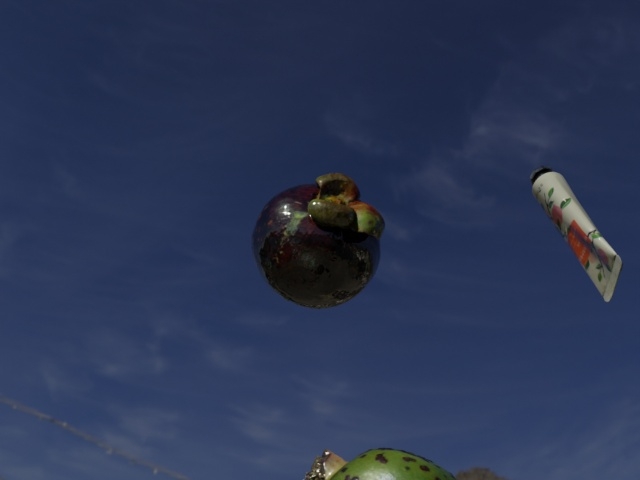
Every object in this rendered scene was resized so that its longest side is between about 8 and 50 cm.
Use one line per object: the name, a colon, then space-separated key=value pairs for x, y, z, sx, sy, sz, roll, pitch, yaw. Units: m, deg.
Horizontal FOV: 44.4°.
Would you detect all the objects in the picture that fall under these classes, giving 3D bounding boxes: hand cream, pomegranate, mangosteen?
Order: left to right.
mangosteen: x=0.000 y=0.000 z=1.613 sx=0.288 sy=0.288 sz=0.288 roll=6 pitch=-38 yaw=4
pomegranate: x=0.079 y=0.394 z=1.063 sx=0.271 sy=0.254 sz=0.254 roll=36 pitch=-32 yaw=22
hand cream: x=0.355 y=-0.021 z=1.094 sx=0.050 sy=0.234 sz=0.080 roll=-10 pitch=-47 yaw=-8
